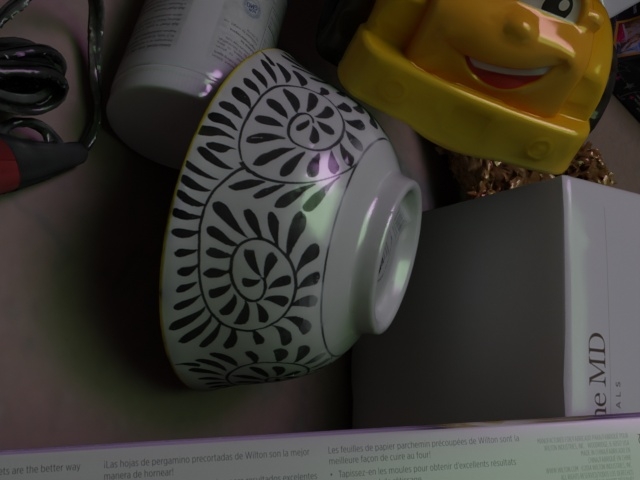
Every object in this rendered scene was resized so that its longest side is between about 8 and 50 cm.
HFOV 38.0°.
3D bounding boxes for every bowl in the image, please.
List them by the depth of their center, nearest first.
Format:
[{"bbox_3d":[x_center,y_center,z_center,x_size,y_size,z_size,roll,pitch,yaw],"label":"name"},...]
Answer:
[{"bbox_3d":[0.000,0.000,0.442,0.170,0.080,0.170,14,90,-73],"label":"bowl"}]

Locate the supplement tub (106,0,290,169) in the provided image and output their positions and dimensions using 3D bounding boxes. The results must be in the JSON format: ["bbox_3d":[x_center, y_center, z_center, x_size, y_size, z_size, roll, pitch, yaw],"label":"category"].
[{"bbox_3d":[-0.058,-0.096,0.463,0.071,0.071,0.107,40,52,-38],"label":"supplement tub"}]

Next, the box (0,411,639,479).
[{"bbox_3d":[0.007,0.104,0.351,0.324,0.063,0.067,-1,77,-14],"label":"box"}]

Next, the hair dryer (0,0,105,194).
[{"bbox_3d":[-0.162,-0.023,0.303,0.223,0.080,0.293,41,56,-45],"label":"hair dryer"}]

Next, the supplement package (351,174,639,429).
[{"bbox_3d":[0.185,0.084,0.565,0.293,0.175,0.177,9,77,-32],"label":"supplement package"}]

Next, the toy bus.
[{"bbox_3d":[0.106,-0.174,0.458,0.150,0.211,0.220,21,44,-13],"label":"toy bus"}]

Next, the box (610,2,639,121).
[{"bbox_3d":[0.420,-0.218,1.033,0.247,0.142,0.163,29,59,-44],"label":"box"}]

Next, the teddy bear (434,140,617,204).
[{"bbox_3d":[0.134,-0.140,0.701,0.245,0.113,0.337,-30,108,-38],"label":"teddy bear"}]

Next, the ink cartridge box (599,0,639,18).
[{"bbox_3d":[0.207,-0.294,0.832,0.154,0.093,0.212,-32,107,-51],"label":"ink cartridge box"}]
